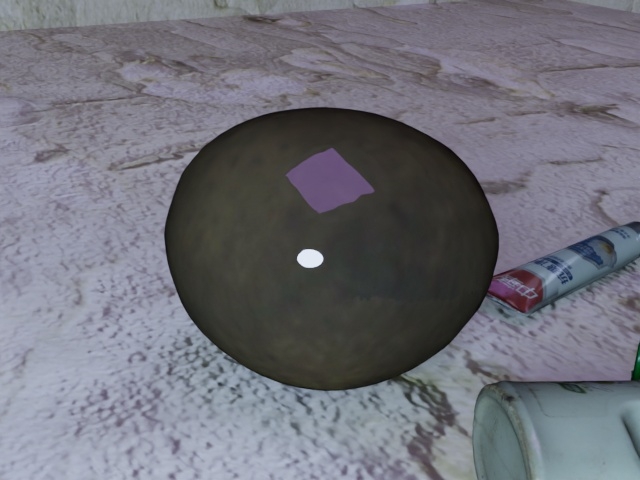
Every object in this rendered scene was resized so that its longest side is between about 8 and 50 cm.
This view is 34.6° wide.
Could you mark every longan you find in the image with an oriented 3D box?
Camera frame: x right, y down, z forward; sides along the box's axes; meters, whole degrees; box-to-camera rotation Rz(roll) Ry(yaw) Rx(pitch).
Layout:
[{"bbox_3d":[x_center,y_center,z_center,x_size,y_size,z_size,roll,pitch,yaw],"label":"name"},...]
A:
[{"bbox_3d":[0.000,0.000,0.769,0.246,0.215,0.246,24,19,-9],"label":"longan"}]

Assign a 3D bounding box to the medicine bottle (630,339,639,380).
[{"bbox_3d":[0.375,0.116,0.711,0.308,0.076,0.111,9,10,18],"label":"medicine bottle"}]

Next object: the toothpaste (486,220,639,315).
[{"bbox_3d":[0.241,0.026,0.980,0.239,0.039,0.062,-19,37,-39],"label":"toothpaste"}]

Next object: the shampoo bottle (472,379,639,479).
[{"bbox_3d":[0.221,0.131,0.633,0.234,0.087,0.118,0,18,-9],"label":"shampoo bottle"}]
